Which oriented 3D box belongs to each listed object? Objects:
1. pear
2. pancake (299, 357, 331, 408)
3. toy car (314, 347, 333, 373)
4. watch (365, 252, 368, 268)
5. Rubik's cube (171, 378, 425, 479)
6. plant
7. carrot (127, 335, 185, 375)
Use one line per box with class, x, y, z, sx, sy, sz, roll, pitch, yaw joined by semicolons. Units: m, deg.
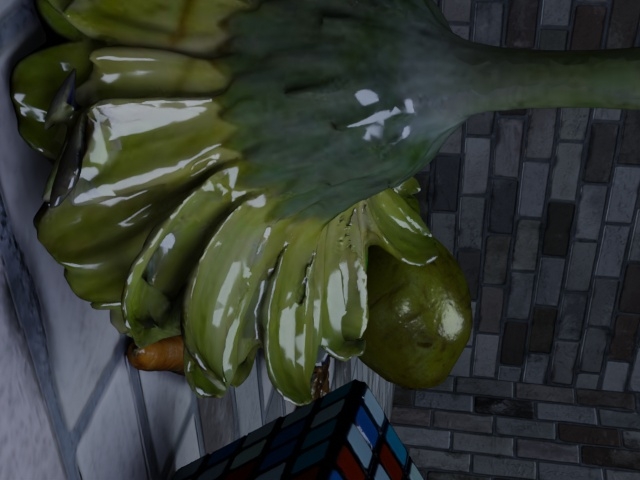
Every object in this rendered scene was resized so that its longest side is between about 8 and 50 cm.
pear;0.160;0.124;1.719;0.269;0.269;0.321;64;18;-73
pancake;0.010;0.221;1.375;0.266;0.057;0.245;47;47;-77
toy car;0.002;0.001;1.040;0.193;0.118;0.301;-51;145;-79
watch;-0.038;0.002;0.654;0.165;0.152;0.131;22;70;-79
Rubik's cube;-0.011;0.239;0.631;0.184;0.182;0.187;58;15;-7
plant;-0.013;-0.061;0.440;0.297;0.261;0.306;34;-42;60
carrot;-0.103;0.084;0.661;0.190;0.037;0.037;47;48;-73
